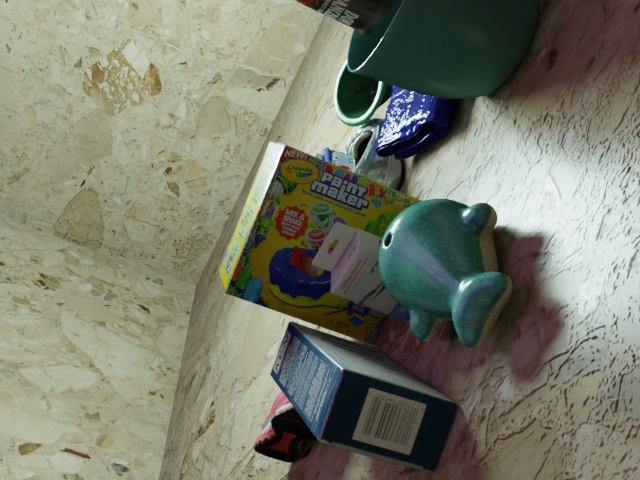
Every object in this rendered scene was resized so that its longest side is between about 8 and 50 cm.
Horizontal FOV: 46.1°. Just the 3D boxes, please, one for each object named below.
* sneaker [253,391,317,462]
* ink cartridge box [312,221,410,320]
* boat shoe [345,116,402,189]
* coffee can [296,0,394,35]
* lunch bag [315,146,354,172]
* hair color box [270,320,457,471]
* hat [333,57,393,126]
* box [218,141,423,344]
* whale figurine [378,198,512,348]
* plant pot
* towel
[{"bbox_3d":[-0.046,0.321,1.461,0.314,0.116,0.136,129,158,-51],"label":"sneaker"},{"bbox_3d":[0.085,0.052,1.228,0.060,0.180,0.104,-89,24,-53],"label":"ink cartridge box"},{"bbox_3d":[0.106,-0.190,1.644,0.118,0.103,0.320,-59,17,32],"label":"boat shoe"},{"bbox_3d":[-0.009,-0.469,1.165,0.201,0.275,0.201,-159,90,-76],"label":"coffee can"},{"bbox_3d":[0.007,-0.059,1.762,0.243,0.115,0.303,-88,16,-55],"label":"lunch bag"},{"bbox_3d":[0.048,0.223,1.138,0.347,0.174,0.105,-161,91,-76],"label":"hair color box"},{"bbox_3d":[0.158,-0.351,1.733,0.173,0.183,0.208,48,123,41],"label":"hat"},{"bbox_3d":[0.000,0.000,1.390,0.177,0.290,0.279,-142,73,-75],"label":"box"},{"bbox_3d":[0.165,0.039,1.036,0.216,0.141,0.272,-64,16,16],"label":"whale figurine"},{"bbox_3d":[0.212,-0.370,1.249,0.293,0.235,0.293,-159,90,-75],"label":"plant pot"},{"bbox_3d":[0.222,-0.319,1.488,0.228,0.076,0.308,-19,51,62],"label":"towel"}]
